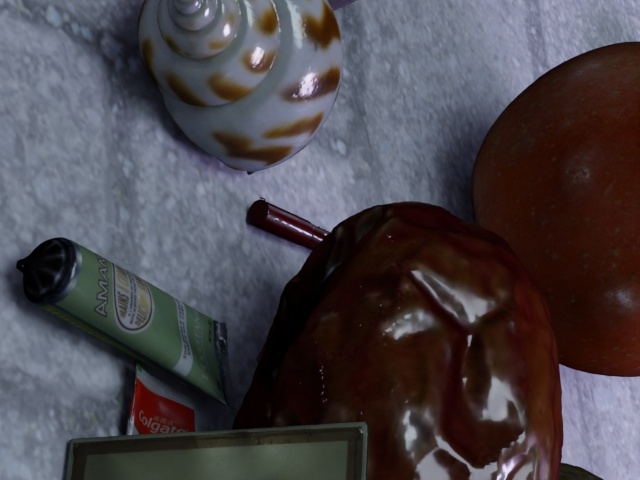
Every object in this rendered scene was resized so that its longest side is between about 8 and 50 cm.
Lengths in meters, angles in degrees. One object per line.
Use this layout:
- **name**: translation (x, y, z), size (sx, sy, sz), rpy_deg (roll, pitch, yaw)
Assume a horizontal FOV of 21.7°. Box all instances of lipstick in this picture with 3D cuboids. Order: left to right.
- **lipstick**: translation (0.000, 0.001, 1.556), size (0.176, 0.027, 0.027), rpy_deg (25, 54, -45)

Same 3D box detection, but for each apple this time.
- **apple**: translation (0.323, -0.030, 1.769), size (0.348, 0.277, 0.348), rpy_deg (32, 47, -42)

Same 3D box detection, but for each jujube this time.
- **jujube**: translation (0.059, 0.157, 1.359), size (0.276, 0.276, 0.377), rpy_deg (34, 47, -37)

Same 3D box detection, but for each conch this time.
- **conch**: translation (-0.068, -0.169, 1.449), size (0.275, 0.149, 0.183), rpy_deg (5, 65, -53)

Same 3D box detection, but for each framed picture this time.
- **framed picture**: translation (-0.081, 0.213, 1.192), size (0.010, 0.231, 0.173), rpy_deg (65, 25, -57)

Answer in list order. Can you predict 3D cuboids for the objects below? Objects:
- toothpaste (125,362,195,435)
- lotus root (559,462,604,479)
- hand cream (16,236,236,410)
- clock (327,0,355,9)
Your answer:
- **toothpaste**: translation (-0.121, 0.235, 1.261), size (0.075, 0.048, 0.301), rpy_deg (17, 50, -26)
- **lotus root**: translation (0.250, 0.311, 1.618), size (0.314, 0.142, 0.210), rpy_deg (-30, 95, -55)
- **hand cream**: translation (-0.145, 0.059, 1.322), size (0.235, 0.055, 0.086), rpy_deg (33, 38, -43)
- **clock**: translation (0.055, -0.277, 1.621), size (0.150, 0.197, 0.063), rpy_deg (-34, 101, -54)
